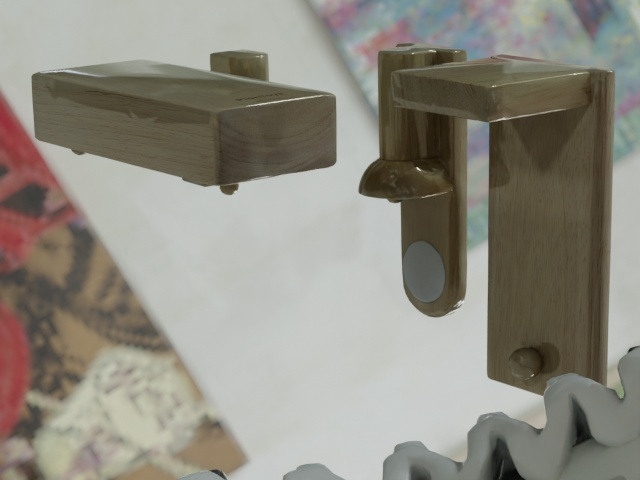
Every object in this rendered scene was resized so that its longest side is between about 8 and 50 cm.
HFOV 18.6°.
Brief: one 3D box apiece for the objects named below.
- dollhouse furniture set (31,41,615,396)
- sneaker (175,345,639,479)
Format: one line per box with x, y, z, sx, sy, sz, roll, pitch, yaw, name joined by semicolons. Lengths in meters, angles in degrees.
0.000;0.000;0.701;0.144;0.151;0.123;15;-69;50;dollhouse furniture set
0.057;0.105;0.530;0.110;0.292;0.118;46;29;-61;sneaker
